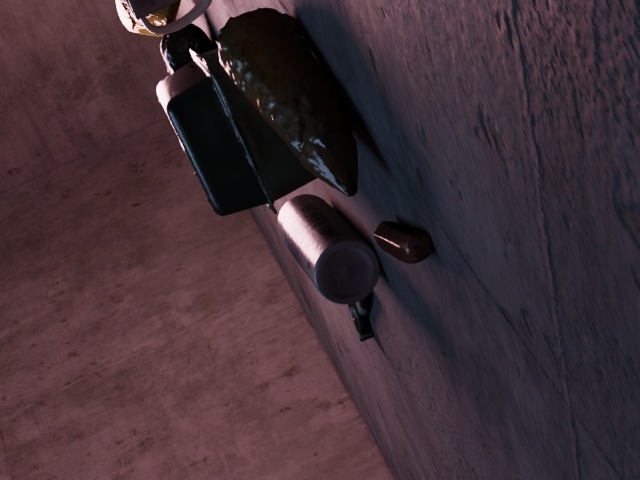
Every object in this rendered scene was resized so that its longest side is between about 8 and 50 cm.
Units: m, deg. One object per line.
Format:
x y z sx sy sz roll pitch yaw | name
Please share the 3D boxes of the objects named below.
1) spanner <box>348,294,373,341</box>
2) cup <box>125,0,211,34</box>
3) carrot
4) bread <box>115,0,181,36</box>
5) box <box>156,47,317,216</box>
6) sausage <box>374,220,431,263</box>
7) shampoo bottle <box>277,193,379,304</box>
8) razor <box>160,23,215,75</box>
0.062 0.100 1.885 0.316 0.024 0.087 84 165 -75 | spanner
-0.233 -0.401 1.743 0.173 0.142 0.134 66 174 -14 | cup
-0.022 -0.138 1.225 0.263 0.102 0.102 59 172 37 | carrot
-0.331 -0.491 2.274 0.288 0.119 0.152 174 113 -84 | bread
-0.113 -0.159 1.590 0.220 0.166 0.290 65 176 -17 | box
0.082 0.001 1.179 0.147 0.030 0.035 -148 34 -80 | sausage
0.000 0.000 1.640 0.092 0.092 0.303 66 174 -20 | shampoo bottle
-0.247 -0.331 2.377 0.189 0.107 0.327 64 175 2 | razor
